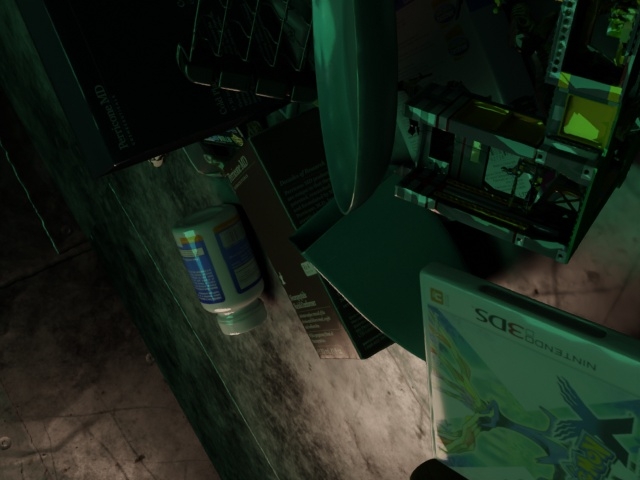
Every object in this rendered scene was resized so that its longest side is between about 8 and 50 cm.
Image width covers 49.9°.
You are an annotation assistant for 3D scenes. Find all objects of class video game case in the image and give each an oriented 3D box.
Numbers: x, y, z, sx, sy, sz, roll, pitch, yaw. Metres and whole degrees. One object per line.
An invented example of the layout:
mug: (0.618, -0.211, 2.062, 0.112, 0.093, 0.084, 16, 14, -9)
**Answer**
video game case: (0.250, 0.209, 0.803, 0.300, 0.036, 0.329, 23, 134, 41)
video game case: (-0.094, -0.327, 1.123, 0.201, 0.023, 0.183, 48, 149, 23)

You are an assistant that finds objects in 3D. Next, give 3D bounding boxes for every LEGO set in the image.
LEGO set: (0.176, -0.157, 0.578, 0.192, 0.255, 0.331, 25, 145, 26)

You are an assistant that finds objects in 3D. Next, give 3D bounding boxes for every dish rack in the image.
dish rack: (-0.066, -0.313, 0.892, 0.074, 0.208, 0.271, -106, 28, -53)

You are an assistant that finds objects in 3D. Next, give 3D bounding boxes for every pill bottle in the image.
pill bottle: (-0.216, 0.068, 1.545, 0.152, 0.152, 0.272, 11, 123, 56)

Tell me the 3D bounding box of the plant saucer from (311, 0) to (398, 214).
plant saucer: (0.029, -0.184, 0.671, 0.317, 0.044, 0.317, 175, 90, -85)

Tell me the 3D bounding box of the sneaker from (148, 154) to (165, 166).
sneaker: (-0.410, -0.219, 1.734, 0.044, 0.040, 0.109, 48, 150, 20)

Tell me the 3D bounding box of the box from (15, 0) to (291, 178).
box: (-0.252, -0.311, 1.035, 0.179, 0.312, 0.343, -4, 109, 62)

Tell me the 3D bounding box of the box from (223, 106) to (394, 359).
box: (0.000, 0.000, 1.123, 0.381, 0.143, 0.191, 64, 158, 0)

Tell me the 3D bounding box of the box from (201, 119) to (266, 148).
box: (-0.210, -0.260, 1.297, 0.220, 0.051, 0.175, 18, 147, 53)

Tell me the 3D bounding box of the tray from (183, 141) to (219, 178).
tray: (-0.293, -0.257, 1.460, 0.270, 0.030, 0.145, 59, -173, 6)

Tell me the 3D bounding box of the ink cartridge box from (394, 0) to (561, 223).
ink cartridge box: (0.153, -0.178, 0.799, 0.186, 0.065, 0.311, -8, 111, 61)

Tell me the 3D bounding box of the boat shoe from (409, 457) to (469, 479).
boat shoe: (0.285, 0.476, 1.110, 0.342, 0.123, 0.123, 17, 128, 45)

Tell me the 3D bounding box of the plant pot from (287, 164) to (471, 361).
plant pot: (0.099, 0.039, 0.936, 0.234, 0.166, 0.165, 50, 178, -11)

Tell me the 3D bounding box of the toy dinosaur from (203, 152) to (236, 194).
toy dinosaur: (-0.092, -0.062, 1.293, 0.313, 0.121, 0.160, 57, 164, -1)

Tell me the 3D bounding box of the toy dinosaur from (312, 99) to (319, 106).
toy dinosaur: (0.035, -0.177, 0.988, 0.183, 0.053, 0.092, -157, 62, -62)
